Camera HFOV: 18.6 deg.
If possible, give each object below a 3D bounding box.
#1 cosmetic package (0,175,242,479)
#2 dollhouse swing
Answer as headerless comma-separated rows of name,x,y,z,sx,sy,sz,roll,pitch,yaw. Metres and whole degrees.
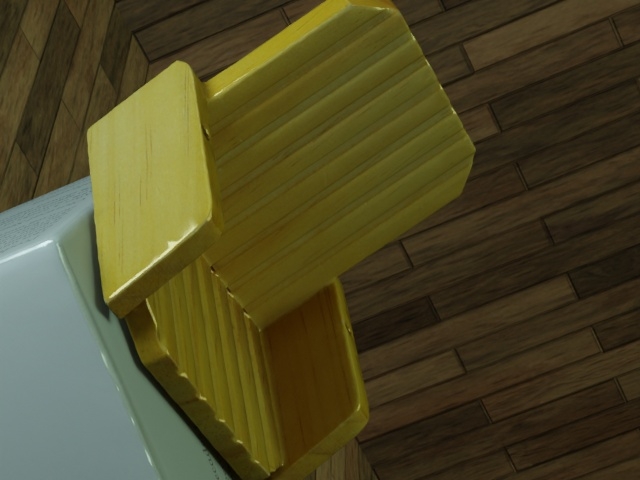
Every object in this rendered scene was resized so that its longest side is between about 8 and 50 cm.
cosmetic package,-0.278,0.154,1.865,0.394,0.329,0.327,-58,125,-74
dollhouse swing,0.000,0.000,1.833,0.347,0.305,0.315,57,15,-44
